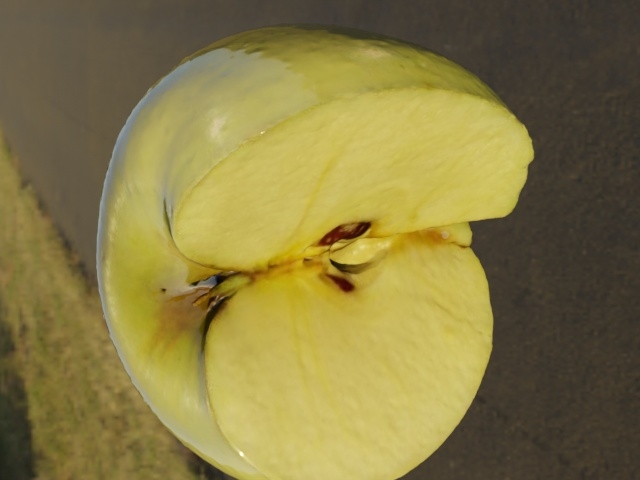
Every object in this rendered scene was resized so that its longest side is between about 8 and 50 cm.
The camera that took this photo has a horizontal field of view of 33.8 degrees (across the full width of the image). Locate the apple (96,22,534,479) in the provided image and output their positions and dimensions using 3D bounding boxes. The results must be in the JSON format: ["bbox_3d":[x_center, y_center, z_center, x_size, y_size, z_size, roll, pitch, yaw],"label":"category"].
[{"bbox_3d":[-0.013,0.000,0.710,0.233,0.257,0.295,22,121,44],"label":"apple"}]
